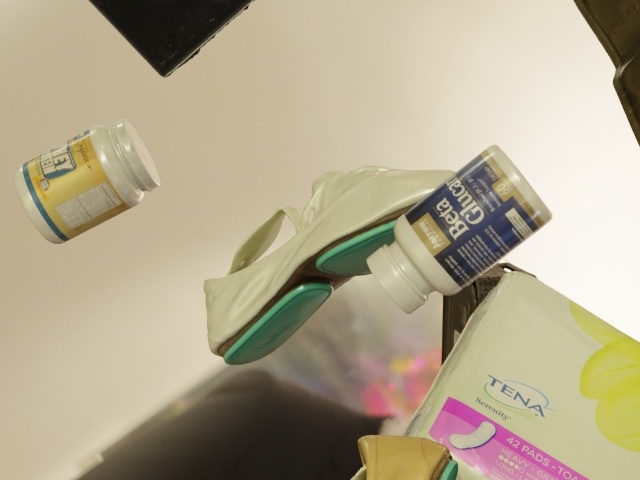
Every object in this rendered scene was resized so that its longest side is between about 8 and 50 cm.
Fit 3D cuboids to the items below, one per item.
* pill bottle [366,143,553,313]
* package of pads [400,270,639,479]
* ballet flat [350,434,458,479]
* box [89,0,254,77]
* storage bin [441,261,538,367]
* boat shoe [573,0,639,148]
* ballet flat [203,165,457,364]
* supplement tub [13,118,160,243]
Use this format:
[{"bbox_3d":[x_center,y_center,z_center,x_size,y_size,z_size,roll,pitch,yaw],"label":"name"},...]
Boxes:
[{"bbox_3d":[0.131,-0.007,1.176,0.094,0.169,0.094,50,8,-10],"label":"pill bottle"},{"bbox_3d":[0.225,0.179,0.988,0.296,0.229,0.101,32,-42,6],"label":"package of pads"},{"bbox_3d":[0.018,0.221,0.733,0.073,0.232,0.080,15,-34,13],"label":"ballet flat"},{"bbox_3d":[-0.209,-0.383,1.439,0.296,0.183,0.294,47,15,-17],"label":"box"},{"bbox_3d":[0.208,0.124,1.509,0.122,0.084,0.180,-145,-125,-73],"label":"storage bin"},{"bbox_3d":[0.255,-0.190,0.888,0.111,0.104,0.307,138,-58,-64],"label":"boat shoe"},{"bbox_3d":[0.000,0.000,1.370,0.139,0.400,0.139,33,38,-30],"label":"ballet flat"},{"bbox_3d":[-0.374,-0.097,1.959,0.144,0.200,0.144,62,3,-5],"label":"supplement tub"}]
